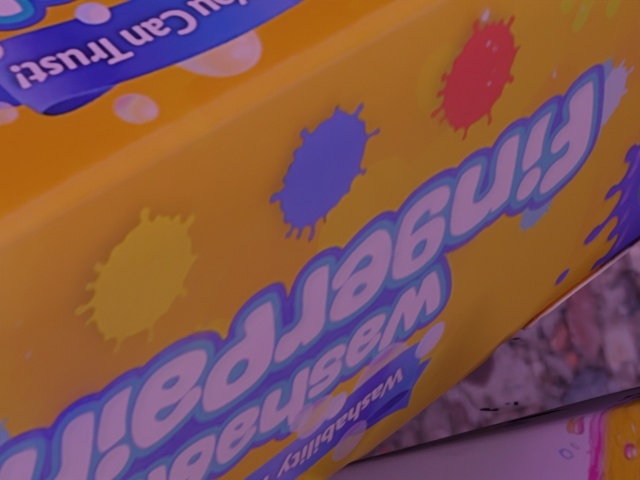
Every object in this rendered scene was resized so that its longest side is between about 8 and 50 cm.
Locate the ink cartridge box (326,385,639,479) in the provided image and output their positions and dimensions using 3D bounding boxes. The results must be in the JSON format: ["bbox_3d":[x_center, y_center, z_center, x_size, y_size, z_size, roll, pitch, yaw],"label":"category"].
[{"bbox_3d":[0.172,0.142,0.684,0.198,0.270,0.197,-8,82,-46],"label":"ink cartridge box"}]

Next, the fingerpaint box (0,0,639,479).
[{"bbox_3d":[-0.096,-0.100,0.544,0.371,0.163,0.445,34,46,27],"label":"fingerpaint box"}]
